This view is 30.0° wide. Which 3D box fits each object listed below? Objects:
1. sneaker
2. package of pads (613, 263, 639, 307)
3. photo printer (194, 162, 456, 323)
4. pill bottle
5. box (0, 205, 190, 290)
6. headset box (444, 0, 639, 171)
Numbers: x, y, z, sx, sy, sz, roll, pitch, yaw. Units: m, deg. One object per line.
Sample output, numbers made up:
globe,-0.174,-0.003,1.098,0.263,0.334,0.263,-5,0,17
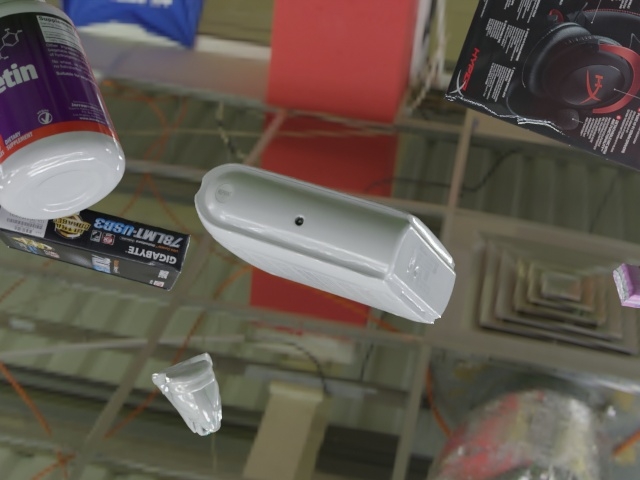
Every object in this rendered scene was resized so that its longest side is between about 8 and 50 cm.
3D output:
sneaker,-0.160,0.199,1.507,0.080,0.094,0.212,-24,-176,-8
package of pads,0.402,0.058,1.459,0.083,0.032,0.050,8,-124,-19
photo printer,0.000,0.000,1.541,0.307,0.107,0.256,17,170,25
pill bottle,-0.401,-0.202,1.656,0.181,0.181,0.323,-12,-115,-28
box,-0.366,0.003,1.922,0.293,0.073,0.295,16,171,-8
headset box,0.313,-0.211,1.313,0.293,0.218,0.110,21,-162,9
